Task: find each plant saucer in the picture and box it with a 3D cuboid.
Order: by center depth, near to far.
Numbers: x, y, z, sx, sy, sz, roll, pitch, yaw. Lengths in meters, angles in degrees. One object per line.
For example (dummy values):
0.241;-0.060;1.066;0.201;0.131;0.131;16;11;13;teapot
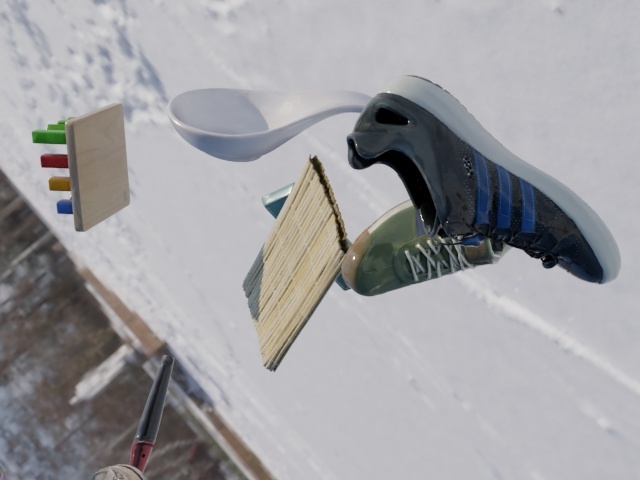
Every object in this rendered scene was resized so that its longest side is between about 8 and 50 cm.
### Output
0.000;0.000;1.518;0.067;0.018;0.192;-22;122;38;plant saucer

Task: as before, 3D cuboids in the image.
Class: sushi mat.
-0.039;0.038;1.460;0.316;0.019;0.151;121;138;-51;sushi mat

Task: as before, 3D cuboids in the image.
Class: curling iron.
-0.260;0.294;1.566;0.035;0.274;0.068;12;163;34;curling iron

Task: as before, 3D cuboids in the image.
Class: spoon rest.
-0.029;-0.128;1.201;0.137;0.276;0.084;-103;24;-60;spoon rest

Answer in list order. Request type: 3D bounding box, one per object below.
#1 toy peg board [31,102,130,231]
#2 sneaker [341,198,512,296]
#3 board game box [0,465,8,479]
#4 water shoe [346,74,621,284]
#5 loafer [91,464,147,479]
-0.356;-0.112;1.633;0.161;0.079;0.161;-46;-43;-67;toy peg board
0.116;-0.004;0.956;0.086;0.192;0.064;37;153;58;sneaker
-0.283;0.218;0.713;0.056;0.208;0.347;-58;-56;-78;board game box
0.106;-0.022;0.744;0.203;0.080;0.073;39;166;2;water shoe
-0.159;0.212;0.891;0.039;0.045;0.125;11;-177;-39;loafer
